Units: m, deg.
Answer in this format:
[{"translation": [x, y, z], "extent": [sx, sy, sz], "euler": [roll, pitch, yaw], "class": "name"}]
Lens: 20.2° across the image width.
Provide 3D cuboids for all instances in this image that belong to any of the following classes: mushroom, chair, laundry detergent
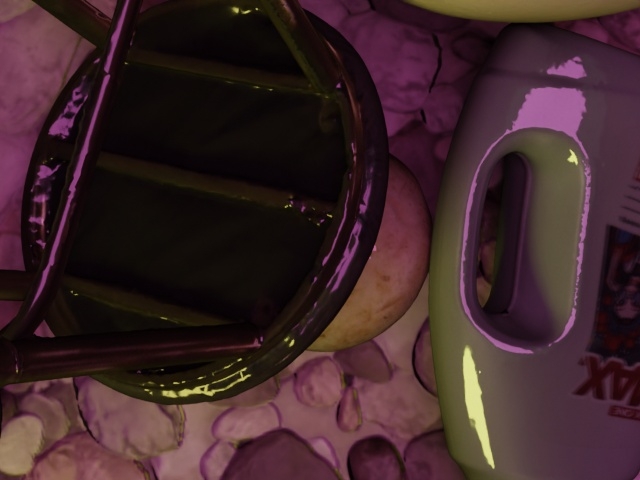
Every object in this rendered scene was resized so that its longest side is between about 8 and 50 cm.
[{"translation": [0.000, 0.000, 1.324], "extent": [0.166, 0.127, 0.166], "euler": [0, 90, 4], "class": "mushroom"}, {"translation": [-0.180, -0.079, 1.119], "extent": [0.365, 0.410, 0.361], "euler": [11, 83, 34], "class": "chair"}, {"translation": [0.177, 0.062, 1.324], "extent": [0.264, 0.125, 0.397], "euler": [19, 90, -28], "class": "laundry detergent"}]

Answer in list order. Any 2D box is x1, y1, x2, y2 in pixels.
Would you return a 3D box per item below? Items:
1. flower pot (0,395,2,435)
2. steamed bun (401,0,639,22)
[{"translation": [-0.303, 0.126, 1.293], "extent": [0.157, 0.107, 0.157], "euler": [0, 86, -4], "class": "flower pot"}, {"translation": [0.146, -0.260, 1.254], "extent": [0.324, 0.324, 0.206], "euler": [-3, 107, -7], "class": "steamed bun"}]
